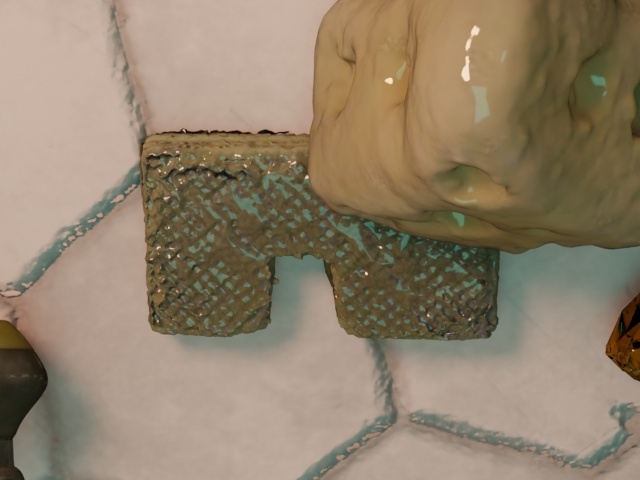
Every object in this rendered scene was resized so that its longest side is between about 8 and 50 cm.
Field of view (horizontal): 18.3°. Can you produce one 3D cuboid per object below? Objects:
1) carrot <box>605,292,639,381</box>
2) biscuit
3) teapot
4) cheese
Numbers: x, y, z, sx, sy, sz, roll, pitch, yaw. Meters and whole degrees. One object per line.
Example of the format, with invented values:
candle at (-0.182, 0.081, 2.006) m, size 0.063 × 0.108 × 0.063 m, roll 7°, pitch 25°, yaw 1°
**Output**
carrot at (0.283, 0.005, 1.346) m, size 0.069 × 0.069 × 0.228 m, roll 35°, pitch 108°, yaw -13°
biscuit at (0.000, 0.000, 1.356) m, size 0.250 × 0.046 × 0.147 m, roll 2°, pitch 113°, yaw 0°
teapot at (-0.266, 0.117, 1.371) m, size 0.166 × 0.130 × 0.119 m, roll -6°, pitch 84°, yaw 36°
cheese at (0.138, -0.085, 1.212) m, size 0.248 × 0.251 × 0.173 m, roll 5°, pitch 80°, yaw -13°
